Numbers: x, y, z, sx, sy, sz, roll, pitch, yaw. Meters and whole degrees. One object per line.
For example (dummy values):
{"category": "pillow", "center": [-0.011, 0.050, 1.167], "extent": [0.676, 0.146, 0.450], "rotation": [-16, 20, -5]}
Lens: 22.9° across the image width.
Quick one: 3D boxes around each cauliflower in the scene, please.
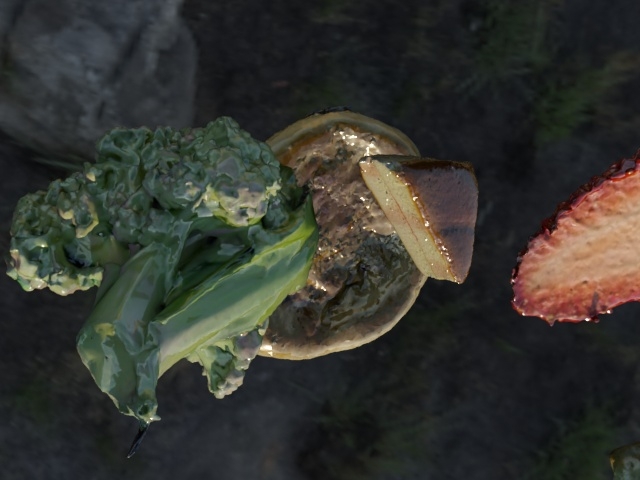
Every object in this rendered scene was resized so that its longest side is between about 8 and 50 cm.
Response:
{"category": "cauliflower", "center": [-0.122, 0.032, 1.227], "extent": [0.239, 0.256, 0.315], "rotation": [41, 39, -15]}

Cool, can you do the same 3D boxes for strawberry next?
{"category": "strawberry", "center": [0.257, -0.018, 1.377], "extent": [0.208, 0.087, 0.167], "rotation": [-10, 125, -2]}

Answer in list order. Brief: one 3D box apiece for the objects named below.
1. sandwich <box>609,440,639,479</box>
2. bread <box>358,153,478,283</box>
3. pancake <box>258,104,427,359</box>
{"category": "sandwich", "center": [0.276, 0.157, 0.792], "extent": [0.128, 0.235, 0.122], "rotation": [33, 49, -49]}
{"category": "bread", "center": [0.069, -0.029, 0.985], "extent": [0.062, 0.043, 0.109], "rotation": [-53, 128, -24]}
{"category": "pancake", "center": [0.000, -0.001, 1.651], "extent": [0.282, 0.049, 0.283], "rotation": [-9, 113, -21]}
